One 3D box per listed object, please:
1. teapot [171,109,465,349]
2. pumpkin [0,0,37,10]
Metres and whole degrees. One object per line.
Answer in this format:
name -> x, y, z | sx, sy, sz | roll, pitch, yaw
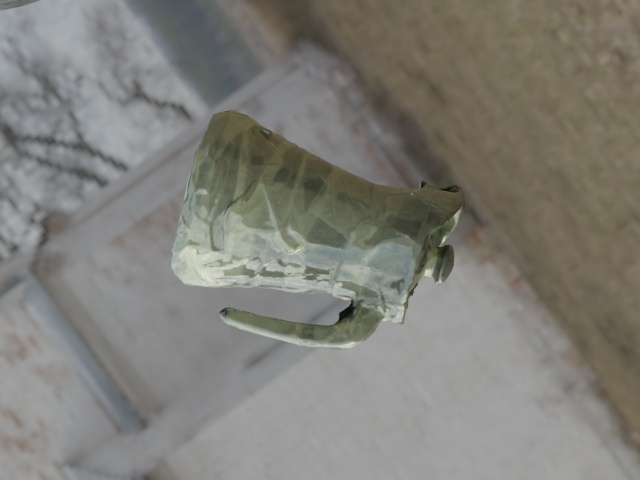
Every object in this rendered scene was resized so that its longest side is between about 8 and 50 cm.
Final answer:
teapot -> 0.000, 0.000, 0.582 | 0.083, 0.067, 0.057 | 13, 166, 5
pumpkin -> -0.107, -0.127, 0.440 | 0.167, 0.125, 0.167 | 17, 153, 9
